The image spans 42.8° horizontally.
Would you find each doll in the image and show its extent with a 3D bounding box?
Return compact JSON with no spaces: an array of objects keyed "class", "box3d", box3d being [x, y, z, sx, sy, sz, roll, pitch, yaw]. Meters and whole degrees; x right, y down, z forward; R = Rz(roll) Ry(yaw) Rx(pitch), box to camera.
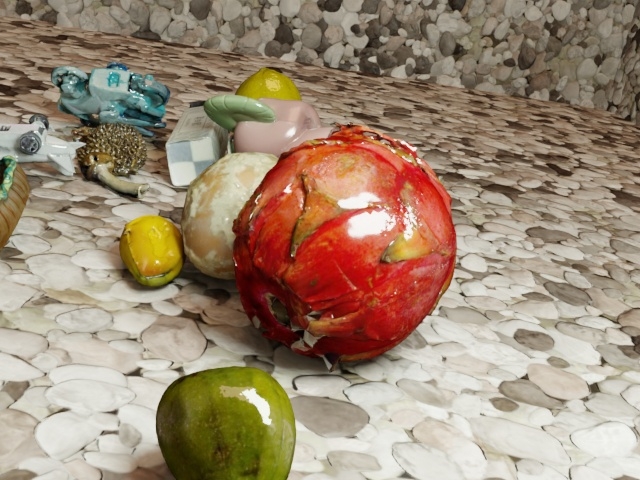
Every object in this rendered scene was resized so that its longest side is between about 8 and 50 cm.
[{"class":"doll","box3d":[-0.096,-0.176,1.628,0.269,0.284,0.216,12,63,21]}]

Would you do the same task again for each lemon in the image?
[{"class":"lemon","box3d":[-0.132,-0.327,2.023,0.179,0.203,0.178,-6,9,1]}]

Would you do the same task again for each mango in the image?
[{"class":"mango","box3d":[-0.252,0.019,1.231,0.101,0.066,0.187,12,24,-19]}]

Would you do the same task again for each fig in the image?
[{"class":"fig","box3d":[-0.087,0.214,0.774,0.133,0.184,0.126,-1,-16,-16]}]

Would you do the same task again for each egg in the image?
[{"class":"egg","box3d":[-0.117,-0.036,1.255,0.195,0.194,0.233,17,51,15]}]

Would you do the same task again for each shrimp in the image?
[{"class":"shrimp","box3d":[-0.481,-0.224,1.797,0.133,0.051,0.187,8,9,29]}]

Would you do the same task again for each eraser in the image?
[{"class":"eraser","box3d":[-0.261,-0.225,1.803,0.097,0.098,0.404,-7,21,1]}]

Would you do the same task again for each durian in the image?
[{"class":"durian","box3d":[-0.409,-0.189,1.652,0.148,0.091,0.188,-10,42,-36]}]

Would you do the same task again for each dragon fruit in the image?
[{"class":"dragon fruit","box3d":[0.028,0.008,1.077,0.296,0.295,0.302,25,49,33]}]

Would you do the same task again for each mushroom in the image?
[{"class":"mushroom","box3d":[-0.381,-0.118,1.542,0.187,0.060,0.061,27,27,30]}]

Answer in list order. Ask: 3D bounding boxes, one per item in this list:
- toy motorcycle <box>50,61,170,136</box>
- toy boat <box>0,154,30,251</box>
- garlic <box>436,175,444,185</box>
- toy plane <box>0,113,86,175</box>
[{"class":"toy motorcycle","box3d":[-0.480,-0.322,1.876,0.260,0.154,0.206,7,-22,-11]},{"class":"toy boat","box3d":[-0.497,-0.036,1.204,0.099,0.108,0.293,38,19,-19]},{"class":"garlic","box3d":[0.136,-0.140,1.817,0.267,0.148,0.128,23,60,19]},{"class":"toy plane","box3d":[-0.581,-0.181,1.539,0.256,0.101,0.251,7,32,-10]}]
